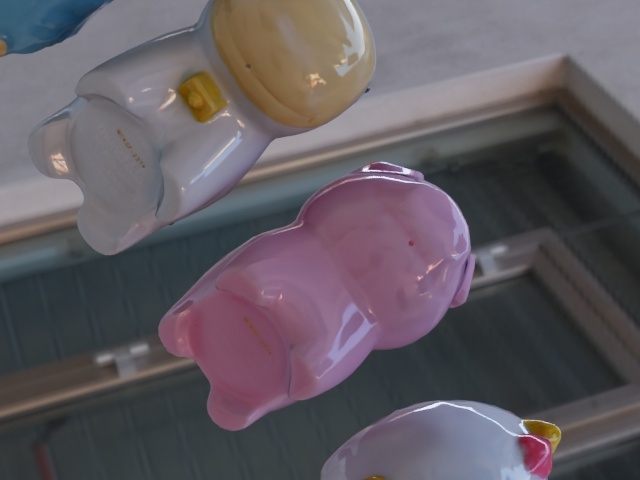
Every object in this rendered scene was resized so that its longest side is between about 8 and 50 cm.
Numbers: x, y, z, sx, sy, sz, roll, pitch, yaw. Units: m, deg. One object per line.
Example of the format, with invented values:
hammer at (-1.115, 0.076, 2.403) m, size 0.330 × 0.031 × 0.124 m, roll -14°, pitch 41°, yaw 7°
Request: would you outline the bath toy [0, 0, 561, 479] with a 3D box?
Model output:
bath toy at (0.000, 0.000, 0.586) m, size 0.151 × 0.129 × 0.348 m, roll -26°, pitch -84°, yaw 41°
